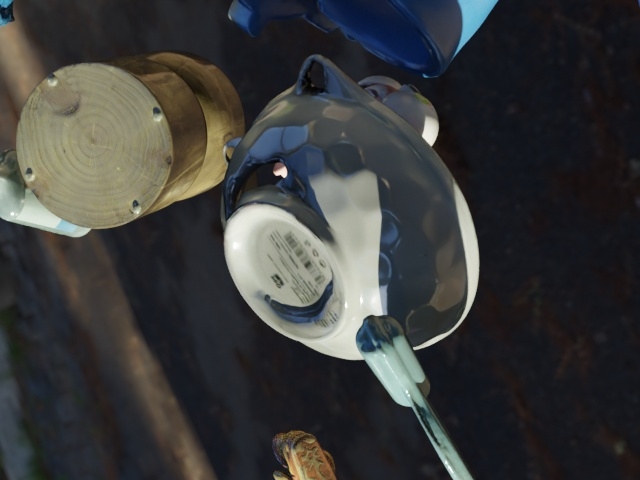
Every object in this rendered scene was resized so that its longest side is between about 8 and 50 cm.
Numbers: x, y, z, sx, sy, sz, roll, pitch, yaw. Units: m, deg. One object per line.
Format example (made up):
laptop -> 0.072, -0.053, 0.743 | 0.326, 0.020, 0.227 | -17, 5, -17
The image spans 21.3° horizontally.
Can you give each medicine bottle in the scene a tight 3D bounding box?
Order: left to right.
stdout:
medicine bottle -> -0.364, -0.064, 2.100 | 0.054, 0.208, 0.090 | -15, 70, 34

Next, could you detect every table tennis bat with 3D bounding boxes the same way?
table tennis bat -> 0.083, 0.133, 1.437 | 0.153, 0.040, 0.244 | 61, -178, 37

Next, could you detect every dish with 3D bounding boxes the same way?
dish -> 0.000, 0.000, 1.558 | 0.303, 0.120, 0.303 | 25, 133, 30

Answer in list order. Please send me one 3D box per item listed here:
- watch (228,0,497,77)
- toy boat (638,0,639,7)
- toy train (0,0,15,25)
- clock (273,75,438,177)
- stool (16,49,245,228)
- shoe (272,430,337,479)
watch -> 0.066, -0.260, 1.666 | 0.274, 0.241, 0.305 | 29, 171, 48
toy boat -> 0.266, -0.219, 1.225 | 0.129, 0.088, 0.295 | -114, 5, -72
toy train -> -0.277, -0.270, 1.034 | 0.300, 0.188, 0.265 | -91, -4, -54
clock -> 0.047, -0.090, 1.732 | 0.093, 0.162, 0.166 | 43, -179, -19
stool -> -0.206, -0.118, 1.900 | 0.179, 0.179, 0.264 | 68, -164, -2
shoe -> -0.016, 0.269, 1.987 | 0.069, 0.072, 0.109 | 9, 138, 55
